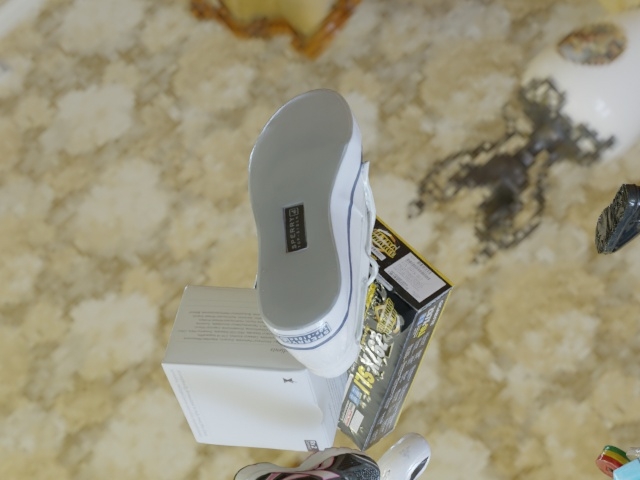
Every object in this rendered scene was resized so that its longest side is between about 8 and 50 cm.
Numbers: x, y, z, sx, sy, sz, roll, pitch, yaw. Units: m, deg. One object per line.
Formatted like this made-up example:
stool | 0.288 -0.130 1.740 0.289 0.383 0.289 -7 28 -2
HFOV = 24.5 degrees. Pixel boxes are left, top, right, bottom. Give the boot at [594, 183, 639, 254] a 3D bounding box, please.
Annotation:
boot | 0.346 -0.020 1.525 0.121 0.099 0.045 109 163 -58

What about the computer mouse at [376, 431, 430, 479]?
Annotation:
computer mouse | 0.108 0.398 2.450 0.106 0.193 0.042 42 -163 30

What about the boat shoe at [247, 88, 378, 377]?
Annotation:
boat shoe | 0.008 -0.001 1.662 0.156 0.135 0.367 61 -162 -45

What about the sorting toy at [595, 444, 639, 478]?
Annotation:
sorting toy | 0.454 0.313 1.802 0.132 0.046 0.274 45 157 -17

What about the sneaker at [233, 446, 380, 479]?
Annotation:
sneaker | -0.005 0.282 1.631 0.077 0.178 0.072 29 122 53

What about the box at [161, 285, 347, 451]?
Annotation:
box | -0.075 0.157 1.789 0.181 0.119 0.181 2 141 14

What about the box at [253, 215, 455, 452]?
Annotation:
box | 0.027 0.096 1.978 0.257 0.079 0.322 41 141 22

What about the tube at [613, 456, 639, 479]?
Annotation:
tube | 0.352 0.332 1.614 0.052 0.080 0.207 12 114 44
